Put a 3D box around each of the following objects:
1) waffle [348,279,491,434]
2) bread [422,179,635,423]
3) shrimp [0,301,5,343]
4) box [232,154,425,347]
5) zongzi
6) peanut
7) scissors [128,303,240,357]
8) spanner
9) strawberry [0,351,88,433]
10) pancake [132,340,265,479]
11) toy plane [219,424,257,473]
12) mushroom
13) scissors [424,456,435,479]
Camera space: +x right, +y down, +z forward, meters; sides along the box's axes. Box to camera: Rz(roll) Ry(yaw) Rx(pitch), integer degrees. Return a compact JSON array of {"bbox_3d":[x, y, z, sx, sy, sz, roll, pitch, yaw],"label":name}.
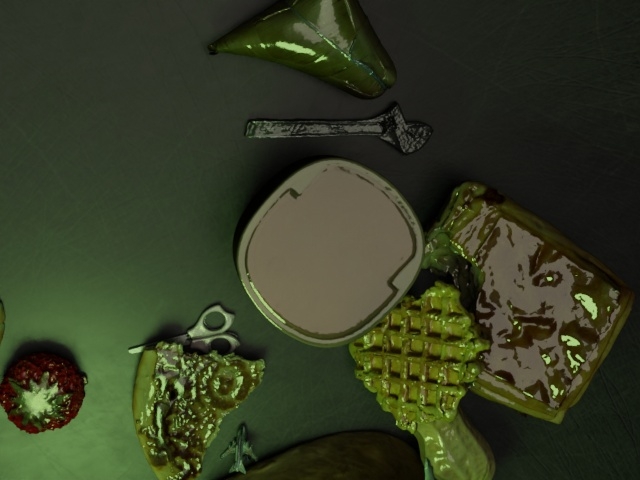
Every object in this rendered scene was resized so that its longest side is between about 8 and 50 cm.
[{"bbox_3d":[0.157,0.174,1.898,0.051,0.291,0.291,-1,104,-50],"label":"waffle"},{"bbox_3d":[0.319,0.100,1.951,0.370,0.191,0.314,30,99,0],"label":"bread"},{"bbox_3d":[-0.603,0.175,1.851,0.133,0.053,0.236,31,89,-35],"label":"shrimp"},{"bbox_3d":[0.000,0.000,1.850,0.301,0.216,0.301,-2,102,-10],"label":"box"},{"bbox_3d":[-0.024,-0.291,1.847,0.256,0.115,0.228,-31,110,2],"label":"zongzi"},{"bbox_3d":[0.208,0.340,2.008,0.274,0.111,0.125,53,54,-13],"label":"peanut"},{"bbox_3d":[-0.234,0.171,1.938,0.189,0.015,0.100,-11,101,-7],"label":"scissors"},{"bbox_3d":[0.033,-0.188,1.920,0.325,0.026,0.093,-2,102,-10],"label":"spanner"},{"bbox_3d":[-0.458,0.254,1.870,0.145,0.086,0.145,-2,99,-10],"label":"strawberry"},{"bbox_3d":[-0.204,0.275,1.945,0.244,0.057,0.266,-21,110,-13],"label":"pancake"},{"bbox_3d":[-0.139,0.364,1.977,0.031,0.079,0.083,35,59,-53],"label":"toy plane"},{"bbox_3d":[0.029,0.483,1.917,0.397,0.313,0.224,-24,108,-12],"label":"mushroom"},{"bbox_3d":[0.207,0.508,1.961,0.256,0.029,0.383,-47,137,-23],"label":"scissors"}]
